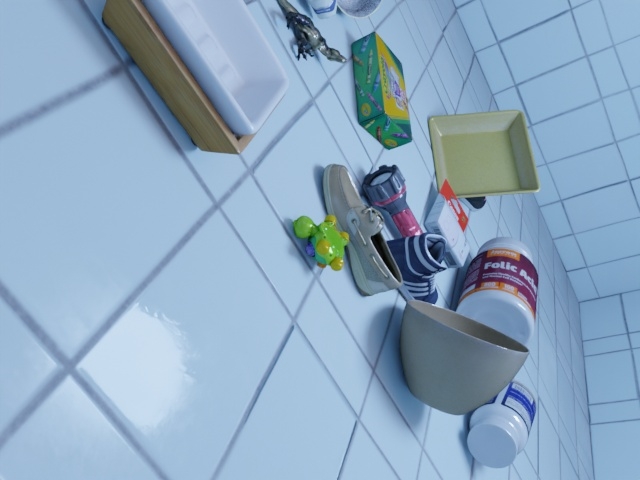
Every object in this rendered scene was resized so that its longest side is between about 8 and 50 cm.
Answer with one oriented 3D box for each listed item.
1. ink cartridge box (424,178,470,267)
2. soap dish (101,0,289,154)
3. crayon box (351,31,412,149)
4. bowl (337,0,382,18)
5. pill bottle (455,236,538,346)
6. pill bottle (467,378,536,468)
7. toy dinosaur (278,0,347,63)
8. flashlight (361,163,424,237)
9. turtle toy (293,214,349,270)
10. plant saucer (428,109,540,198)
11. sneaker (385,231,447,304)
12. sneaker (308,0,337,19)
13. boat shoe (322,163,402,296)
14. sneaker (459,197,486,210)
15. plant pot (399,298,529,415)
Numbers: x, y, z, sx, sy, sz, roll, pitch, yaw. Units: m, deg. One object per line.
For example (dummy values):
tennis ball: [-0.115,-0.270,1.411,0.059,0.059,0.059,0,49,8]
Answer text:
ink cartridge box: [0.417,-0.059,1.800,0.189,0.066,0.232,55,51,-27]
soap dish: [-0.186,-0.299,0.912,0.291,0.118,0.229,56,34,-26]
crayon box: [0.170,-0.412,1.598,0.165,0.081,0.278,29,51,-50]
bowl: [0.088,-0.705,1.596,0.170,0.080,0.170,-11,115,-26]
pill bottle: [0.553,0.158,1.782,0.224,0.224,0.392,62,31,-17]
pill bottle: [0.493,0.494,1.571,0.265,0.153,0.153,-23,94,-60]
toy dinosaur: [-0.042,-0.487,1.318,0.268,0.064,0.118,48,34,-28]
flashlight: [0.215,-0.046,1.462,0.103,0.103,0.304,-48,120,-27]
turtle toy: [0.000,0.000,1.108,0.130,0.066,0.095,51,36,-31]
plant saucer: [0.551,-0.282,1.984,0.081,0.333,0.333,78,9,-65]
sneaker: [0.264,0.078,1.416,0.282,0.153,0.099,42,42,-41]
sneaker: [0.000,-0.682,1.470,0.131,0.112,0.296,64,27,-49]
boat shoe: [0.094,-0.031,1.249,0.109,0.098,0.302,-23,94,-60]
sneaker: [0.602,-0.189,2.129,0.296,0.147,0.104,18,58,-56]
plant pot: [0.294,0.274,1.294,0.284,0.284,0.191,12,100,-57]
